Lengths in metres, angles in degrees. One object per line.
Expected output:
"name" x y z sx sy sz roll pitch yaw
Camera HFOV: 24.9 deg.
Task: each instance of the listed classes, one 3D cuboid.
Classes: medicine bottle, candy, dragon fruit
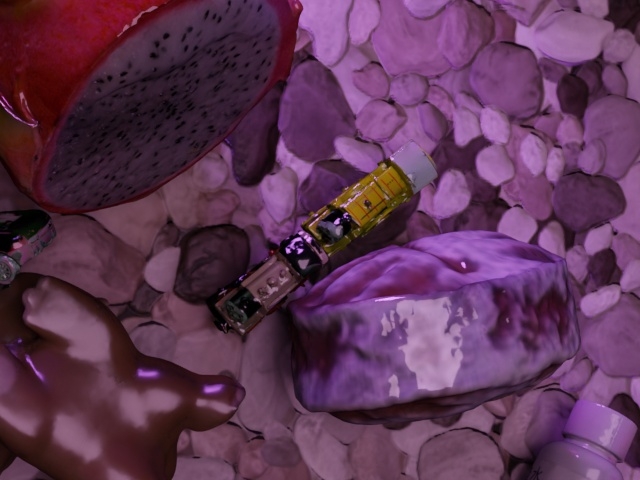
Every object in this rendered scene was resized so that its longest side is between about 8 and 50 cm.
"medicine bottle" 0.233 0.288 1.445 0.095 0.095 0.260 35 77 -22
"candy" 0.104 0.075 1.312 0.289 0.214 0.157 -11 92 -37
"dragon fruit" -0.165 -0.175 1.165 0.291 0.290 0.189 -31 73 -22

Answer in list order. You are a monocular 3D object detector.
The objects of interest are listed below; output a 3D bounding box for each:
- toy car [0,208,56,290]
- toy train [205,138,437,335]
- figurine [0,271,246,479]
"toy car" -0.275 0.007 1.140 0.069 0.142 0.055 -58 131 -59
"toy train" 0.000 0.000 1.336 0.250 0.085 0.053 -39 90 -20
"figurine" -0.209 0.131 1.187 0.247 0.173 0.177 25 69 -15
